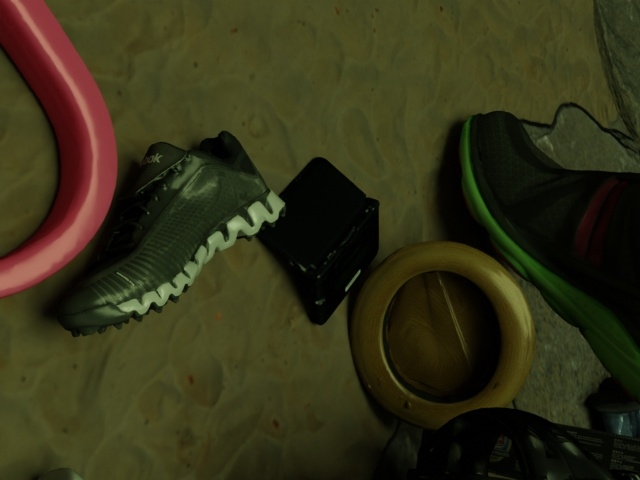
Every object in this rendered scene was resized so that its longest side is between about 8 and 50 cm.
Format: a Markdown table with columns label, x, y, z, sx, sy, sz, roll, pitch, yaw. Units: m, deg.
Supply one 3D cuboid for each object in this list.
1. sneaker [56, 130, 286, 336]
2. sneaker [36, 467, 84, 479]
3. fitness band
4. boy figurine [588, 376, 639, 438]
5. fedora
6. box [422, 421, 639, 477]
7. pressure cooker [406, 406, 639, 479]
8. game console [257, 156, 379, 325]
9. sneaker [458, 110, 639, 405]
| label | x | y | z | sx | sy | sz | roll | pitch | yaw |
| --- | --- | --- | --- | --- | --- | --- | --- | --- | --- |
| sneaker | -0.123 | -0.016 | 0.658 | 0.234 | 0.078 | 0.106 | -40 | 111 | -46 |
| sneaker | -0.183 | 0.307 | 0.527 | 0.147 | 0.105 | 0.295 | 47 | 50 | -26 |
| fitness band | -0.250 | -0.096 | 0.547 | 0.209 | 0.054 | 0.290 | -51 | 121 | -38 |
| boy figurine | 0.458 | 0.340 | 1.216 | 0.177 | 0.092 | 0.285 | -25 | 100 | -48 |
| fedora | 0.122 | 0.092 | 0.872 | 0.079 | 0.194 | 0.194 | -57 | 134 | -81 |
| box | 0.279 | 0.237 | 0.905 | 0.216 | 0.270 | 0.060 | 27 | 72 | -41 |
| pressure cooker | 0.131 | 0.343 | 0.667 | 0.376 | 0.370 | 0.420 | 16 | 77 | -48 |
| game console | 0.000 | 0.000 | 0.829 | 0.122 | 0.071 | 0.107 | -50 | 150 | -37 |
| sneaker | 0.323 | 0.007 | 0.904 | 0.202 | 0.482 | 0.185 | -46 | 142 | 12 |
